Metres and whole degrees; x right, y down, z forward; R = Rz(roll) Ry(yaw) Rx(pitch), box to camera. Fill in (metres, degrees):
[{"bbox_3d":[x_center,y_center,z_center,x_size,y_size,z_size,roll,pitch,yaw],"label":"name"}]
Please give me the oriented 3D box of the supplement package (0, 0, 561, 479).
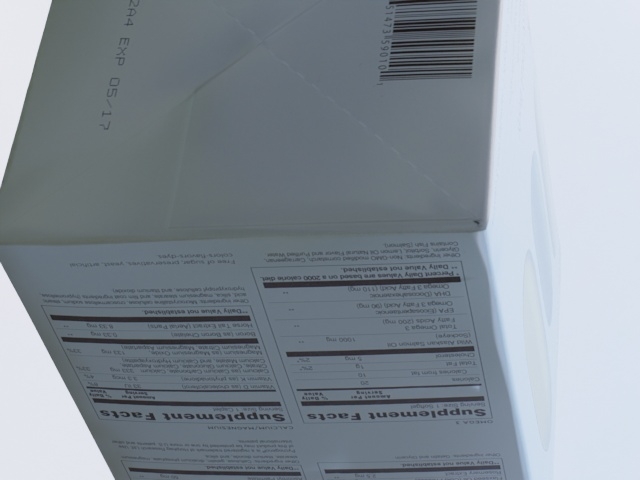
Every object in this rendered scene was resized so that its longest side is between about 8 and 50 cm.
[{"bbox_3d":[0.000,0.000,0.828,0.198,0.262,0.199,-1,-128,12],"label":"supplement package"}]
